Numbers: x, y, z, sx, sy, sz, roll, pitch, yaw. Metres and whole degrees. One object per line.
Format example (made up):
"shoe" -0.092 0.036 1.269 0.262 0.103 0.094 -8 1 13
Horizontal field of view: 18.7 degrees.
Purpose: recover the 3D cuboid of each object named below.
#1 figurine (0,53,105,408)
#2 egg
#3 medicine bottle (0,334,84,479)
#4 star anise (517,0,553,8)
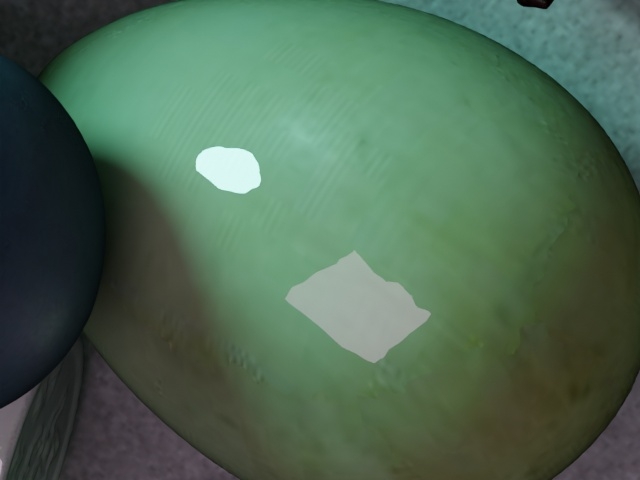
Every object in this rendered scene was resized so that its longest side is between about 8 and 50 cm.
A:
"figurine" -0.203 0.001 0.766 0.265 0.197 0.175 4 100 55
"egg" 0.000 0.000 0.844 0.295 0.218 0.218 23 111 11
"medicine bottle" -0.273 0.068 0.952 0.293 0.170 0.170 14 110 7
"star anise" 0.124 -0.214 0.824 0.272 0.102 0.271 0 92 -11
